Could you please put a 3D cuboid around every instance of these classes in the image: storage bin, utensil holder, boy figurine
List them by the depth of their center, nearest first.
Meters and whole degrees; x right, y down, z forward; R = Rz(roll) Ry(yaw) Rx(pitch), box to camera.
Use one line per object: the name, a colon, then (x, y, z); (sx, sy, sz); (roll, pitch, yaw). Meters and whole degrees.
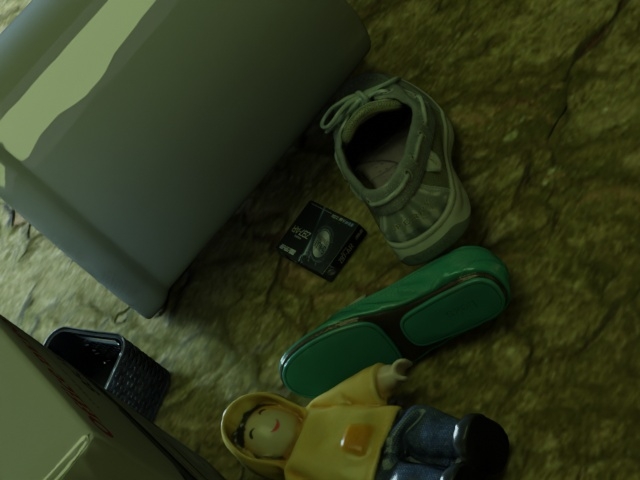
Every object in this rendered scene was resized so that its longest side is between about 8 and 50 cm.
boy figurine: (0.033, 0.186, 1.527); (0.285, 0.092, 0.177); (8, 67, 37)
storage bin: (-0.253, 0.192, 1.746); (0.122, 0.084, 0.180); (4, 63, 39)
utensil holder: (-0.181, -0.164, 1.781); (0.385, 0.327, 0.327); (-49, 43, -5)

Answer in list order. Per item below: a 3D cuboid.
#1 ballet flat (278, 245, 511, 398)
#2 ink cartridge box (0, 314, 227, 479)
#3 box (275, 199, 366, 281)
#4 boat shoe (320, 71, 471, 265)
ballet flat: (0.074, 0.077, 1.595); (0.247, 0.083, 0.087); (-27, 22, 19)
ink cartridge box: (-0.190, 0.241, 1.433); (0.166, 0.395, 0.285); (-50, 44, -4)
box: (0.000, 0.000, 1.739); (0.083, 0.018, 0.067); (28, 78, 46)
boat shoe: (0.067, -0.097, 1.675); (0.118, 0.103, 0.320); (-33, 31, 14)
